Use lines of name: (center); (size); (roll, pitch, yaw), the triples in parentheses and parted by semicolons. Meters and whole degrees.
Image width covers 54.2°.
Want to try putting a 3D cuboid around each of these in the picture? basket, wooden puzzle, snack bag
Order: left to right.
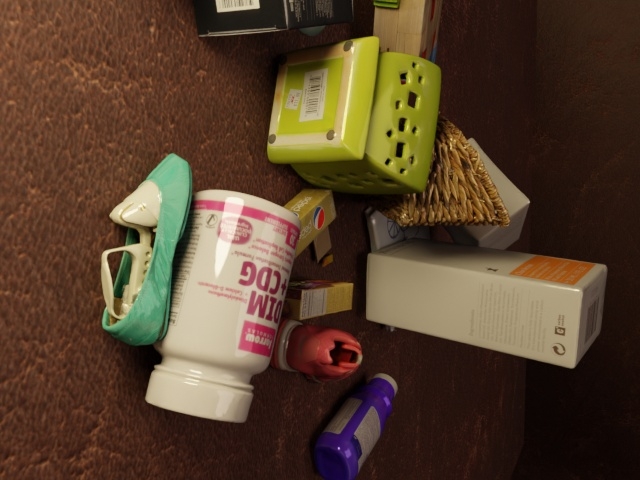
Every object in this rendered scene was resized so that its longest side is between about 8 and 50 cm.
wooden puzzle: (0.000, 0.000, 1.223); (0.078, 0.014, 0.116); (-42, 131, -57)
snack bag: (0.208, 0.006, 1.579); (0.323, 0.037, 0.342); (-48, 134, -47)
basket: (0.227, -0.153, 1.258); (0.299, 0.223, 0.213); (-130, -140, -74)

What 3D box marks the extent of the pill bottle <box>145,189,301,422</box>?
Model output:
pill bottle: (-0.132, 0.088, 0.842); (0.160, 0.160, 0.283); (33, 67, -59)

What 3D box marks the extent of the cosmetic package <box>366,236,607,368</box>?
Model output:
cosmetic package: (0.348, 0.114, 1.348); (0.230, 0.453, 0.161); (-18, 112, -54)

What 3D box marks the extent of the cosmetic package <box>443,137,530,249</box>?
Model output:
cosmetic package: (0.397, -0.079, 1.605); (0.156, 0.217, 0.385); (-38, 163, 5)

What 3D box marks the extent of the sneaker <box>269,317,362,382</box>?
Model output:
sneaker: (0.027, 0.224, 1.182); (0.314, 0.136, 0.115); (26, 73, -60)

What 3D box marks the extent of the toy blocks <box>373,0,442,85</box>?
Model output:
toy blocks: (0.192, -0.454, 1.352); (0.381, 0.191, 0.260); (-60, 157, -53)

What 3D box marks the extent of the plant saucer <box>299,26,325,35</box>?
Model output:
plant saucer: (-0.008, -0.463, 1.101); (0.195, 0.037, 0.194); (-20, 113, -59)

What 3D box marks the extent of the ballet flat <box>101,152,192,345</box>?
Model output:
ballet flat: (-0.217, 0.004, 0.762); (0.087, 0.083, 0.247); (16, 79, -47)

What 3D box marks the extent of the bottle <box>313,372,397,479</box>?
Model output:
bottle: (0.086, 0.397, 1.366); (0.283, 0.092, 0.118); (-42, 131, -51)

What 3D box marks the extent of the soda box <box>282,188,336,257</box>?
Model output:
soda box: (-0.041, -0.028, 1.090); (0.181, 0.061, 0.058); (-45, 132, -49)

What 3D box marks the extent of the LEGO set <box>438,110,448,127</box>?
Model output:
LEGO set: (0.247, -0.206, 1.542); (0.287, 0.132, 0.107); (-51, 165, -40)

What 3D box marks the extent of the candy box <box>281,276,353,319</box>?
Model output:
candy box: (-0.032, 0.097, 1.080); (0.187, 0.109, 0.053); (3, 92, -61)

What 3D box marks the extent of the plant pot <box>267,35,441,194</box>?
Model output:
plant pot: (0.047, -0.209, 1.050); (0.207, 0.227, 0.228); (14, 83, -50)

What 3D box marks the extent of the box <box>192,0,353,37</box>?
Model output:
box: (-0.063, -0.358, 0.896); (0.207, 0.153, 0.108); (-34, 124, -54)
